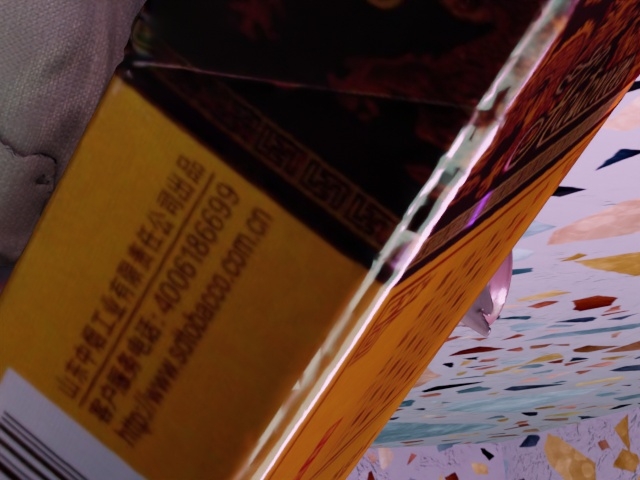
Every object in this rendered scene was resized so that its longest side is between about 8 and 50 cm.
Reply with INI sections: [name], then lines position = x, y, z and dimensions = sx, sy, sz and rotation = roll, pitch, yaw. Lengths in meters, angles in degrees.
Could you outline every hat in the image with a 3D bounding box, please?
[hat]
position = -0.129, -0.093, 0.638
dimensions = 0.161, 0.232, 0.275
rotation = -33, 178, -1

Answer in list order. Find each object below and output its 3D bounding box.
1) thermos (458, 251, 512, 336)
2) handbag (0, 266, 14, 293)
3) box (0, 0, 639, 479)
[thermos]
position = 0.000, 0.000, 1.119
dimensions = 0.265, 0.176, 0.146
rotation = 4, 131, -21
[handbag]
position = -0.072, -0.040, 0.867
dimensions = 0.181, 0.181, 0.254
rotation = 7, 164, -37
[box]
position = -0.005, 0.004, 0.610
dimensions = 0.415, 0.116, 0.264
rotation = -58, 167, 29
